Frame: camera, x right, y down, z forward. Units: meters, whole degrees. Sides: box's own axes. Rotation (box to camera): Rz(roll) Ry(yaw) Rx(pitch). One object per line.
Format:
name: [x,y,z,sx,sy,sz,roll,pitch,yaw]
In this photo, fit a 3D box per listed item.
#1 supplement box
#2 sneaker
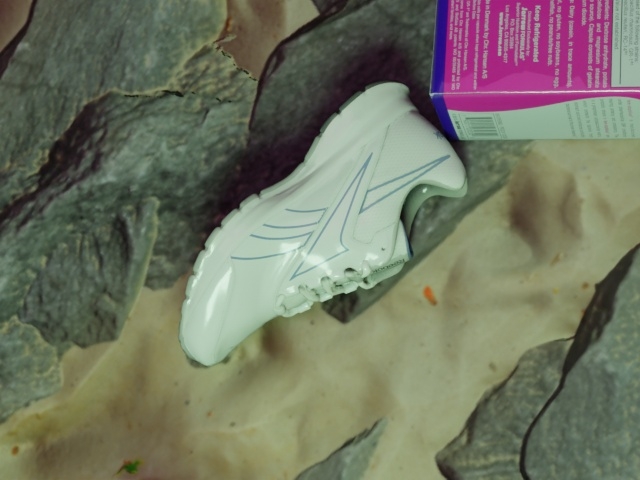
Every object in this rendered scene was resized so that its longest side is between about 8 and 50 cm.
supplement box: [0.211,-0.152,1.542,0.220,0.111,0.114,2,73,12]
sneaker: [0.000,0.000,1.548,0.129,0.111,0.297,43,87,15]
